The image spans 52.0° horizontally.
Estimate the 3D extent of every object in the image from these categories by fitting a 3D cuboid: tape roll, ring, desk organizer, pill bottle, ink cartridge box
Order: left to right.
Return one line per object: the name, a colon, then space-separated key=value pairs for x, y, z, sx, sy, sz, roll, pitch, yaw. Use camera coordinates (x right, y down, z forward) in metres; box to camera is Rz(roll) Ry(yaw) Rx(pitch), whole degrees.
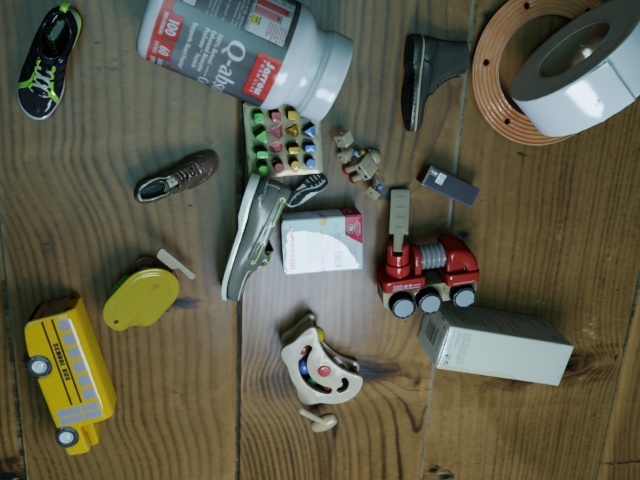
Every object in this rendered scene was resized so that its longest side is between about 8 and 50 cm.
pill bottle: x=-0.136 y=-0.371 z=1.223 sx=0.363 sy=0.210 sz=0.210 roll=20 pitch=103 yaw=-15
ink cartridge box: x=0.000 y=0.000 z=1.439 sx=0.175 sy=0.072 sz=0.127 roll=-4 pitch=109 yaw=-8
desk organizer: x=0.282 y=-0.124 z=1.456 sx=0.130 sy=0.050 sz=0.047 roll=23 pitch=103 yaw=-16
ring: x=0.485 y=-0.374 z=1.420 sx=0.337 sy=0.032 sz=0.336 roll=-3 pitch=108 yaw=-9
tape roll: x=0.514 y=-0.334 z=1.270 sx=0.286 sy=0.286 sz=0.100 roll=-43 pitch=109 yaw=6

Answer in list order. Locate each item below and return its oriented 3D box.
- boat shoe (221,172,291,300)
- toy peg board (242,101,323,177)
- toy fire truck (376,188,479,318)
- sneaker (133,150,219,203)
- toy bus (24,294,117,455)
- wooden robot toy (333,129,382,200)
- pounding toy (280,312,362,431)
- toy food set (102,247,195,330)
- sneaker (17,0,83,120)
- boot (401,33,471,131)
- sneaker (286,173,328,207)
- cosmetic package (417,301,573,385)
boat shoe: x=-0.141 y=0.008 z=1.379 sx=0.091 sy=0.109 sz=0.304 roll=15 pitch=117 yaw=-7
toy peg board: x=-0.073 y=-0.206 z=1.357 sx=0.161 sy=0.079 sz=0.161 roll=-5 pitch=109 yaw=-7
toy fire truck: x=0.230 y=0.020 z=1.460 sx=0.217 sy=0.158 sz=0.246 roll=-8 pitch=119 yaw=-6
sneaker: x=-0.294 y=-0.122 z=1.352 sx=0.189 sy=0.071 sz=0.066 roll=-27 pitch=110 yaw=0
toy bus: x=-0.539 y=0.295 z=1.430 sx=0.130 sy=0.108 sz=0.332 roll=-14 pitch=109 yaw=-6
wooden robot toy: x=0.094 y=-0.174 z=1.416 sx=0.173 sy=0.076 sz=0.079 roll=52 pitch=58 yaw=-20
pounding toy: x=0.013 y=0.313 z=1.499 sx=0.154 sy=0.155 sz=0.269 roll=-20 pitch=110 yaw=2
toy food set: x=-0.380 y=0.099 z=1.419 sx=0.218 sy=0.071 sz=0.128 roll=-45 pitch=133 yaw=8
sneaker: x=-0.518 y=-0.337 z=1.231 sx=0.084 sy=0.097 sz=0.234 roll=19 pitch=104 yaw=-14
boot: x=0.246 y=-0.326 z=1.376 sx=0.137 sy=0.077 sz=0.197 roll=-1 pitch=109 yaw=-14
sneaker: x=-0.032 y=-0.107 z=1.422 sx=0.109 sy=0.044 sz=0.040 roll=-31 pitch=85 yaw=-14
cosmetic package: x=0.403 y=0.237 z=1.538 sx=0.310 sy=0.160 sz=0.113 roll=11 pitch=107 yaw=-12
